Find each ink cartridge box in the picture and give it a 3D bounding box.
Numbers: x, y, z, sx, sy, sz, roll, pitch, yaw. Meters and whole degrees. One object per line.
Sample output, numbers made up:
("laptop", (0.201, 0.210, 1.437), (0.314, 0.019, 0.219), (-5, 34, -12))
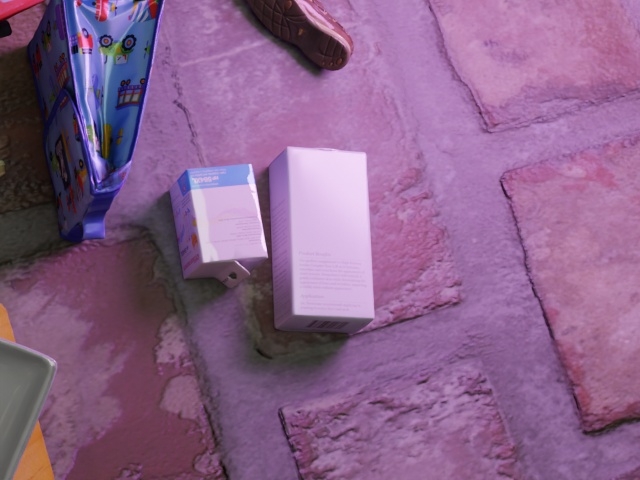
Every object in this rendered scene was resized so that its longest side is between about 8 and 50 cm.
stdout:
("ink cartridge box", (-0.130, -0.014, 2.065), (0.090, 0.092, 0.143), (-5, 76, -22))

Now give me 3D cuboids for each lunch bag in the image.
("lunch bag", (-0.275, -0.140, 1.975), (0.138, 0.221, 0.293), (3, 74, -20))

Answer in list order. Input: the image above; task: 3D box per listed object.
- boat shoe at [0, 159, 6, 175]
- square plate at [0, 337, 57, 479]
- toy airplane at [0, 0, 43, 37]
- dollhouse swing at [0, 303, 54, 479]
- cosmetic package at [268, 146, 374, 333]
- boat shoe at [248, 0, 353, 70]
("boat shoe", (-0.443, -0.044, 1.978), (0.153, 0.056, 0.048), (-39, 100, -24))
("square plate", (-0.485, 0.215, 1.657), (0.347, 0.049, 0.344), (22, 95, 0))
("toy airplane", (-0.539, -0.240, 1.818), (0.386, 0.272, 0.384), (28, 93, -16))
("dollhouse swing", (-0.531, 0.239, 1.817), (0.315, 0.305, 0.347), (-25, 100, -67))
("cosmetic package", (0.000, 0.000, 2.117), (0.117, 0.085, 0.231), (5, 72, -20))
("boat shoe", (-0.028, -0.306, 2.211), (0.178, 0.064, 0.060), (40, 35, -8))
